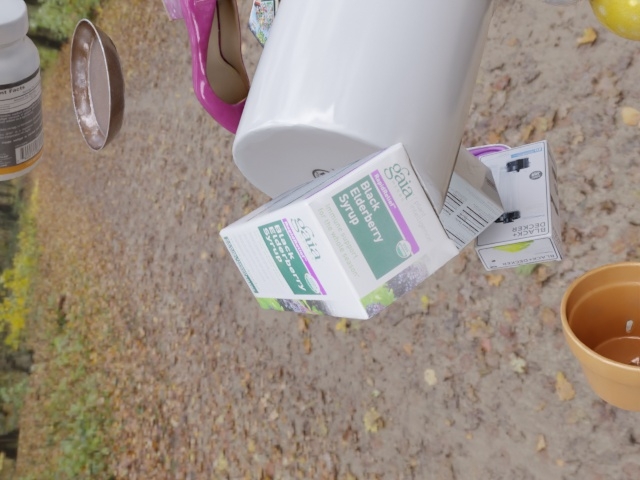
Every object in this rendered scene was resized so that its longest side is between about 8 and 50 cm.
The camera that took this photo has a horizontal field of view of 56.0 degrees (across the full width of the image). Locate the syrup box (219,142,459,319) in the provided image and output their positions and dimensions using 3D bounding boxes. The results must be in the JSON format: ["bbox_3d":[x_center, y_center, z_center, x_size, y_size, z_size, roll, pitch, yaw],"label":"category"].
[{"bbox_3d":[0.000,0.000,0.520,0.093,0.096,0.237,61,159,-8],"label":"syrup box"}]

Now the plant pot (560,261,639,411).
[{"bbox_3d":[0.655,0.213,1.244,0.291,0.290,0.204,52,166,52],"label":"plant pot"}]

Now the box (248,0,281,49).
[{"bbox_3d":[-0.104,-0.481,1.317,0.207,0.036,0.114,60,139,46],"label":"box"}]

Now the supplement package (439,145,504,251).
[{"bbox_3d":[0.253,-0.081,1.279,0.203,0.149,0.194,-46,17,29],"label":"supplement package"}]

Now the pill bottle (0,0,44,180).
[{"bbox_3d":[-0.528,-0.244,0.951,0.278,0.162,0.162,111,150,-42],"label":"pill bottle"}]

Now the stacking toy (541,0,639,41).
[{"bbox_3d":[0.570,-0.428,0.991,0.350,0.479,0.351,180,90,-90],"label":"stacking toy"}]

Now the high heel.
[{"bbox_3d":[-0.189,-0.367,1.244,0.181,0.377,0.127,14,55,42],"label":"high heel"}]

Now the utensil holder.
[{"bbox_3d":[0.070,-0.249,0.890,0.327,0.327,0.386,-15,54,59],"label":"utensil holder"}]

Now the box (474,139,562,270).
[{"bbox_3d":[0.447,-0.081,1.363,0.169,0.087,0.290,-11,47,31],"label":"box"}]

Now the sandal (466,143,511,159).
[{"bbox_3d":[0.349,-0.200,1.671,0.102,0.416,0.169,82,168,-58],"label":"sandal"}]

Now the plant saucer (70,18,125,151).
[{"bbox_3d":[-0.294,-0.203,0.797,0.168,0.029,0.169,21,116,51],"label":"plant saucer"}]
